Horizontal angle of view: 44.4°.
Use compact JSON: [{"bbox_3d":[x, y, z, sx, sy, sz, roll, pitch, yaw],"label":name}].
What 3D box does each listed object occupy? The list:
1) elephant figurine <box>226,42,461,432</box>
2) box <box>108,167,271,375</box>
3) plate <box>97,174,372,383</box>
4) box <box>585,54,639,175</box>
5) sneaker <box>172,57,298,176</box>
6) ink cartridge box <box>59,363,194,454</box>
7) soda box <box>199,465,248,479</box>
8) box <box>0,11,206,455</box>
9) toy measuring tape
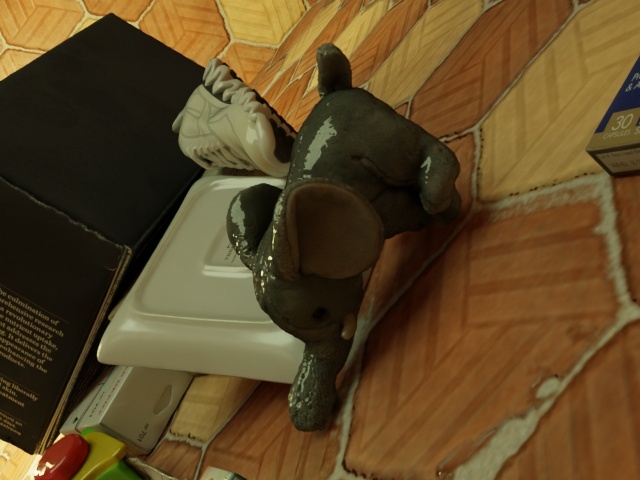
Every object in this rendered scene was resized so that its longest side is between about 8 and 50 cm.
[{"bbox_3d":[0.000,0.000,0.657,0.239,0.186,0.169,-46,-20,-21],"label":"elephant figurine"},{"bbox_3d":[-0.124,0.005,1.029,0.121,0.148,0.311,-26,30,55],"label":"box"},{"bbox_3d":[-0.077,0.016,0.827,0.277,0.045,0.277,1,47,27],"label":"plate"},{"bbox_3d":[0.276,-0.144,0.505,0.225,0.036,0.136,-55,18,-14],"label":"box"},{"bbox_3d":[-0.103,-0.124,0.934,0.118,0.110,0.292,-45,30,2],"label":"sneaker"},{"bbox_3d":[-0.263,0.216,1.070,0.190,0.082,0.140,-28,29,55],"label":"ink cartridge box"},{"bbox_3d":[-0.100,0.269,0.599,0.063,0.058,0.183,-17,40,61],"label":"soda box"},{"bbox_3d":[-0.380,-0.022,1.224,0.472,0.297,0.480,-55,5,35],"label":"box"},{"bbox_3d":[-0.232,0.278,0.842,0.330,0.121,0.121,-3,51,55],"label":"toy measuring tape"}]
